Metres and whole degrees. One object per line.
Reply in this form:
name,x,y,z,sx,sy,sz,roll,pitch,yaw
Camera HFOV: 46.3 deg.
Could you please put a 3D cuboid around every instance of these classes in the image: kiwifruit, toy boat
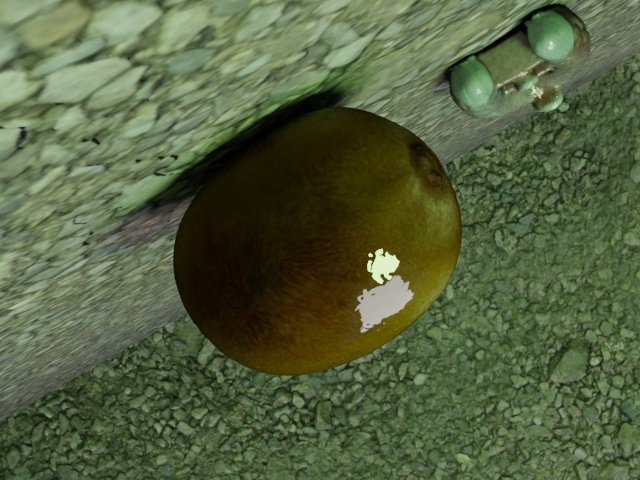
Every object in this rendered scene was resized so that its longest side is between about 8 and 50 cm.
kiwifruit,0.000,0.000,0.596,0.234,0.196,0.196,-40,172,32
toy boat,0.227,-0.179,0.823,0.155,0.085,0.227,-32,176,22
